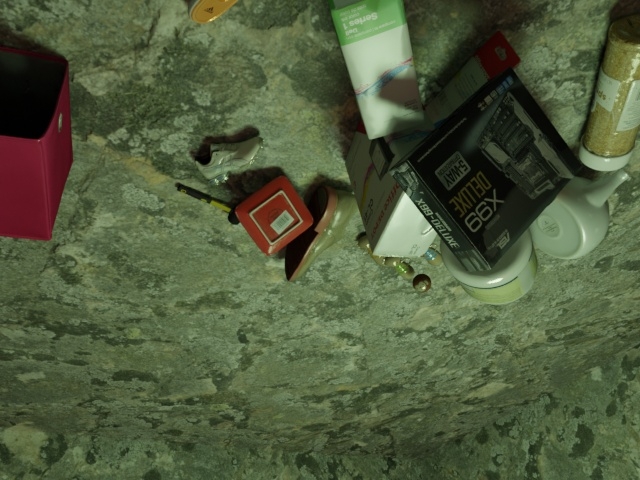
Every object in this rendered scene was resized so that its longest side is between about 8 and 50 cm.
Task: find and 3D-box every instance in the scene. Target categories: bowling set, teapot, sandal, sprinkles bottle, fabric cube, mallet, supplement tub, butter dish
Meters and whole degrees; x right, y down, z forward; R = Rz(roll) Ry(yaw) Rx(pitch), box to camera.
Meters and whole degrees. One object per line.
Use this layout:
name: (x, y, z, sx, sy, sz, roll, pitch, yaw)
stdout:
bowling set: (0.265, 0.032, 1.434, 0.287, 0.200, 0.154, -33, 134, 20)
teapot: (0.688, -0.083, 1.383, 0.187, 0.256, 0.253, -32, 123, -18)
sandal: (-0.117, -0.440, 0.857, 0.265, 0.076, 0.102, -31, 174, 31)
sprinkles bottle: (0.690, -0.325, 1.153, 0.121, 0.121, 0.356, -13, 140, 4)
fabric cube: (-0.621, -0.185, 0.937, 0.258, 0.254, 0.258, 6, 137, -19)
mallet: (-0.269, -0.102, 1.282, 0.189, 0.039, 0.062, 30, 127, -33)
supplement tub: (0.492, 0.053, 1.440, 0.235, 0.236, 0.325, -25, 152, 17)
butter dish: (-0.128, -0.070, 1.291, 0.160, 0.118, 0.160, -38, 113, -10)

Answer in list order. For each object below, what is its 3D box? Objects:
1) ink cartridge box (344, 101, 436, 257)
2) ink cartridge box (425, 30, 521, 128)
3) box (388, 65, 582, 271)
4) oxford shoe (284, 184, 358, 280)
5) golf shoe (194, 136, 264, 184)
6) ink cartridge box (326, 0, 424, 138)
ink cartridge box: (0.167, -0.149, 1.104, 0.131, 0.306, 0.226, 3, 138, -16)
ink cartridge box: (0.341, -0.313, 1.082, 0.077, 0.134, 0.231, 19, 132, -30)
box: (0.310, -0.132, 0.926, 0.242, 0.307, 0.076, 51, 160, -7)
oxford shoe: (0.000, 0.000, 1.393, 0.130, 0.123, 0.348, 7, 139, -27)
golf shoe: (-0.213, -0.197, 1.158, 0.176, 0.069, 0.086, -29, 131, 20)
ink cartridge box: (0.095, -0.360, 0.923, 0.117, 0.202, 0.278, -17, 140, 9)
